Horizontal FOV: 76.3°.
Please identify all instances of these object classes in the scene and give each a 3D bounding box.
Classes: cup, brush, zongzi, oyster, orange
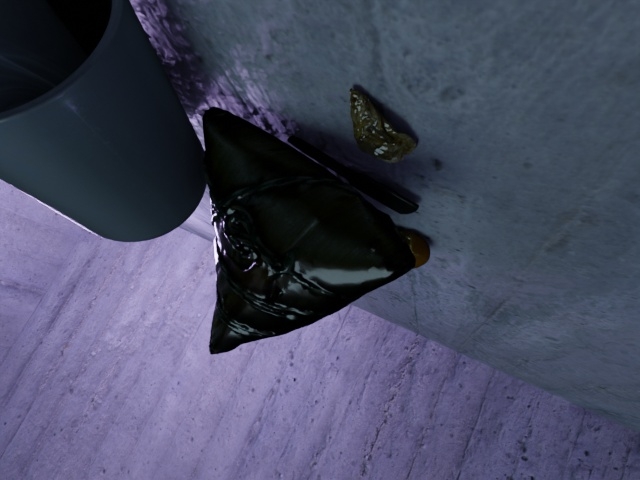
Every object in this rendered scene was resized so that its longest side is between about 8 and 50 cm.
[{"bbox_3d":[-0.257,-0.128,0.461,0.206,0.205,0.312,24,163,9],"label":"cup"},{"bbox_3d":[0.042,-0.086,0.539,0.194,0.016,0.063,28,170,-10],"label":"brush"},{"bbox_3d":[0.000,0.000,0.629,0.319,0.362,0.383,45,142,20],"label":"zongzi"},{"bbox_3d":[0.052,-0.106,0.397,0.093,0.034,0.051,35,159,-19],"label":"oyster"},{"bbox_3d":[0.141,0.019,0.685,0.086,0.062,0.086,24,171,4],"label":"orange"}]
